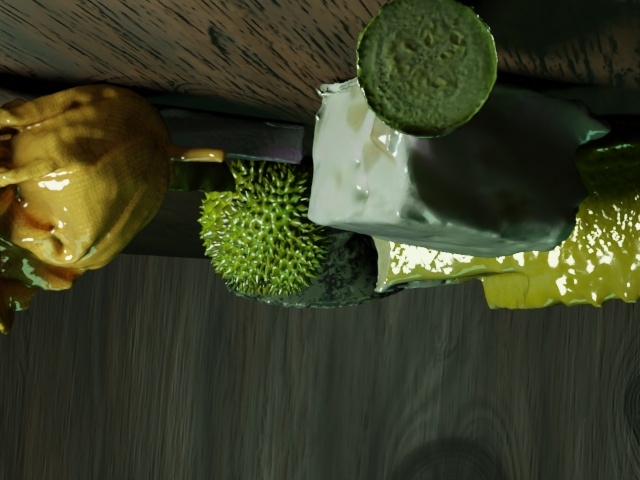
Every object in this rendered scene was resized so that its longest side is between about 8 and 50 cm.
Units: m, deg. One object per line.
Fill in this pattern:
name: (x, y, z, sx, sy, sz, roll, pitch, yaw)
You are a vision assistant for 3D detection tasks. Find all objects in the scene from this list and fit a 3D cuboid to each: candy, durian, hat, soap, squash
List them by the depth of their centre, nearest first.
squash: (0.078, -0.111, 1.301, 0.094, 0.094, 0.224, 4, 180, 6)
candy: (0.102, -0.064, 1.545, 0.195, 0.137, 0.185, 9, 174, -28)
soap: (0.227, -0.019, 1.698, 0.304, 0.169, 0.338, -9, 180, -20)
hat: (-0.198, -0.050, 1.711, 0.233, 0.244, 0.233, -10, -177, 0)
durian: (-0.061, -0.017, 2.131, 0.146, 0.159, 0.198, 19, 166, -22)
hat: (0.000, 0.000, 2.471, 0.265, 0.128, 0.265, 1, -170, 0)

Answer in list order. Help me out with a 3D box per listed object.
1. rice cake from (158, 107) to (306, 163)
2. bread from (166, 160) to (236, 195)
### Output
rice cake: (-0.113, -0.099, 1.827, 0.206, 0.047, 0.036, 4, 172, -22)
bread: (-0.170, -0.081, 1.927, 0.128, 0.088, 0.232, 12, -175, 20)
